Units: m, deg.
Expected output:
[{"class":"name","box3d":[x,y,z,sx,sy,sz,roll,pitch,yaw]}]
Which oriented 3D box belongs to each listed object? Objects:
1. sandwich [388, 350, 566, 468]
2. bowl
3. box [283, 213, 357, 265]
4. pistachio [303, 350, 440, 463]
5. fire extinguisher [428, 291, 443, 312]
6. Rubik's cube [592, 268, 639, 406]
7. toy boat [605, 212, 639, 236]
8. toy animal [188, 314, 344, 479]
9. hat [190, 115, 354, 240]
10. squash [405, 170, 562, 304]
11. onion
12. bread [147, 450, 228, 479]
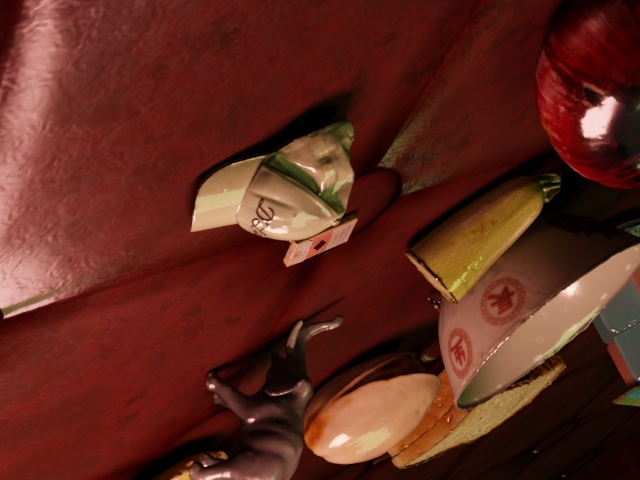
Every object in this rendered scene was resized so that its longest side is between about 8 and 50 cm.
[{"class":"sandwich","box3d":[0.262,0.280,2.326,0.271,0.099,0.301,-43,161,33]},{"class":"bowl","box3d":[0.265,0.061,1.775,0.337,0.157,0.337,-35,161,-14]},{"class":"box","box3d":[0.000,0.000,1.469,0.083,0.012,0.046,-24,157,-30]},{"class":"pistachio","box3d":[0.071,0.240,1.919,0.215,0.144,0.144,-35,159,-17]},{"class":"fire extinguisher","box3d":[0.221,0.070,1.894,0.173,0.049,0.035,-24,-160,-26]},{"class":"Rubik's cube","box3d":[0.654,0.146,2.292,0.368,0.358,0.387,-14,161,-39]},{"class":"toy boat","box3d":[0.477,-0.002,2.091,0.140,0.066,0.059,-14,154,-41]},{"class":"toy animal","box3d":[-0.073,0.200,1.634,0.082,0.137,0.269,74,32,-65]},{"class":"hat","box3d":[-0.043,-0.044,1.242,0.166,0.081,0.122,-15,150,-21]},{"class":"squash","box3d":[0.218,-0.019,1.660,0.224,0.094,0.094,-39,159,-6]},{"class":"onion","box3d":[0.361,-0.151,1.348,0.273,0.285,0.273,-11,140,-10]},{"class":"bread","box3d":[-0.178,0.390,1.815,0.197,0.170,0.197,-37,171,-7]}]
